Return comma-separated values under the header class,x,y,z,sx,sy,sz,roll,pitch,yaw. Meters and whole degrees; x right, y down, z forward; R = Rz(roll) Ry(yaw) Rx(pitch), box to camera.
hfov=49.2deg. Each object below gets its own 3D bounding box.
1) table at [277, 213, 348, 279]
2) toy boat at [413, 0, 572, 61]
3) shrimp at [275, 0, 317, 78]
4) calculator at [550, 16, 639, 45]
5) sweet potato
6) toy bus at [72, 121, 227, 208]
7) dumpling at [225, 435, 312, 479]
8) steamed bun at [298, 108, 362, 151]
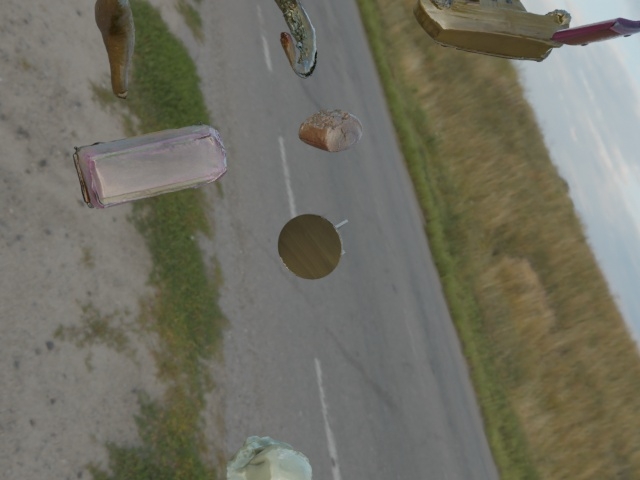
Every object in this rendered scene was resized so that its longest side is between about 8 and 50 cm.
class,x,y,z,sx,sy,sz,roll,pitch,yaw
table,0.000,0.000,1.848,0.167,0.167,0.226,67,16,-2
toy boat,0.337,-0.437,1.375,0.089,0.321,0.122,139,-47,-70
shrimp,-0.066,-0.518,1.777,0.253,0.058,0.173,51,45,-55
calculator,0.514,-0.369,1.234,0.190,0.126,0.034,-15,100,-34
sweet potato,-0.440,-0.442,1.495,0.346,0.079,0.108,112,-20,-61
toy bus,-0.420,-0.190,1.807,0.162,0.386,0.171,31,-47,58
dumpling,-0.115,0.518,1.538,0.193,0.147,0.258,24,20,-8
steamed bun,0.028,-0.336,2.103,0.175,0.144,0.106,-28,133,-41
